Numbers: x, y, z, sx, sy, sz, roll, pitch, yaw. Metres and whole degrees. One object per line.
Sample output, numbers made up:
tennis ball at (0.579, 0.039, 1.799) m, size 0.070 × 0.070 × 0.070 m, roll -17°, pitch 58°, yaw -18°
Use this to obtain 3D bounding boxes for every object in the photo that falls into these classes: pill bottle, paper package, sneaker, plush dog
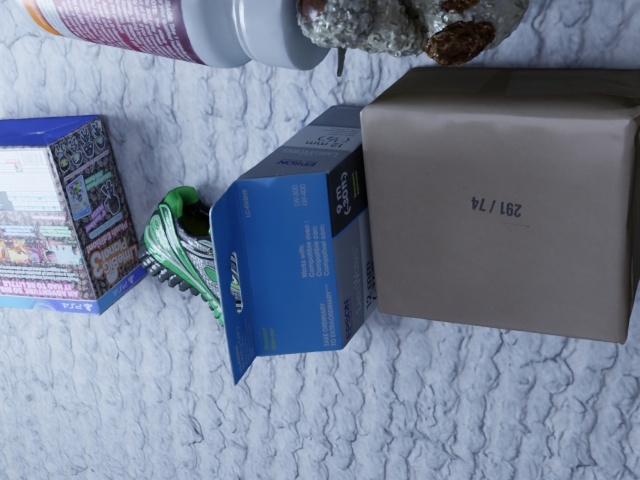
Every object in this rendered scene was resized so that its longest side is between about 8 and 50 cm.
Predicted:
pill bottle at (-0.177, -0.340, 1.187) m, size 0.392 × 0.224 × 0.224 m, roll 15°, pitch 122°, yaw 21°
paper package at (0.234, -0.051, 1.175) m, size 0.324 × 0.168 × 0.310 m, roll 6°, pitch 118°, yaw 23°
sneaker at (-0.122, 0.044, 1.426) m, size 0.343 × 0.134 × 0.146 m, roll 31°, pitch 125°, yaw 10°
plush dog at (0.131, -0.281, 1.096) m, size 0.225 × 0.262 × 0.211 m, roll 14°, pitch 155°, yaw 31°

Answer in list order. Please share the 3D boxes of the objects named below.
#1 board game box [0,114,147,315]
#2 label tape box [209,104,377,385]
board game box at (-0.446, -0.042, 1.538) m, size 0.232 × 0.141 × 0.291 m, roll 2°, pitch 117°, yaw 26°
label tape box at (0.000, 0.000, 1.207) m, size 0.115 × 0.348 × 0.249 m, roll 7°, pitch 119°, yaw 23°
